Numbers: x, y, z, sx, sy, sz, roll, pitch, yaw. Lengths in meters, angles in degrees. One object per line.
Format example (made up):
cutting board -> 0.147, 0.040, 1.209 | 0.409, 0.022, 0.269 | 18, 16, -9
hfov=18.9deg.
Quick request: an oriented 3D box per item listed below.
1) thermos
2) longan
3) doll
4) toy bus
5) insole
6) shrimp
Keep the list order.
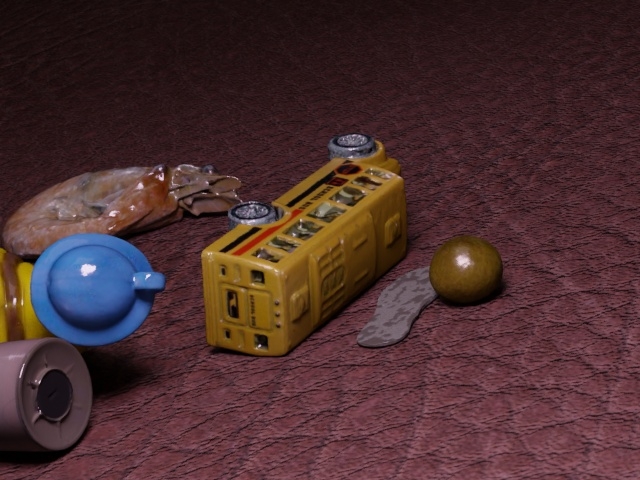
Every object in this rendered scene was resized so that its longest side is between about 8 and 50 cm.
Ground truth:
thermos -> -0.327, 0.160, 1.797 | 0.193, 0.105, 0.137 | -5, 51, 31
longan -> 0.145, 0.032, 1.923 | 0.075, 0.075, 0.083 | -15, -21, -10
doll -> -0.285, 0.068, 1.903 | 0.363, 0.145, 0.199 | -13, -10, 39
toy bus -> 0.000, 0.000, 2.006 | 0.123, 0.121, 0.335 | 11, 28, 30
insole -> 0.084, 0.066, 1.939 | 0.065, 0.006, 0.193 | -3, 22, 21
shrimp -> -0.243, -0.034, 2.324 | 0.317, 0.077, 0.168 | -10, 29, 19
